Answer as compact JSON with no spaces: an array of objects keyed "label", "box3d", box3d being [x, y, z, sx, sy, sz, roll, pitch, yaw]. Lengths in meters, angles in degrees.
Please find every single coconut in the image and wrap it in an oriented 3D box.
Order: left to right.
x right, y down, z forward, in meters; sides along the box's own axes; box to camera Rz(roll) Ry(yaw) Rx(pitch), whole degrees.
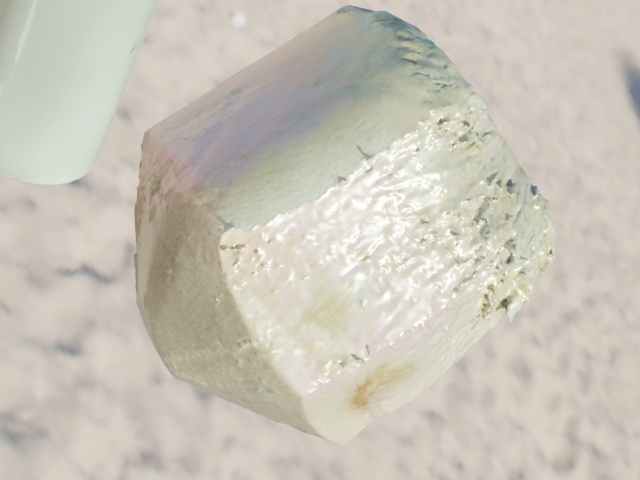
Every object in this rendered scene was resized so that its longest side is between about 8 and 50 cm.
[{"label":"coconut","box3d":[0.000,0.000,1.377,0.297,0.309,0.297,52,-3,4]}]

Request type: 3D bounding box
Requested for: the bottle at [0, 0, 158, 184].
[{"label":"bottle","box3d":[-0.160,-0.155,1.145,0.104,0.245,0.104,17,38,-14]}]
